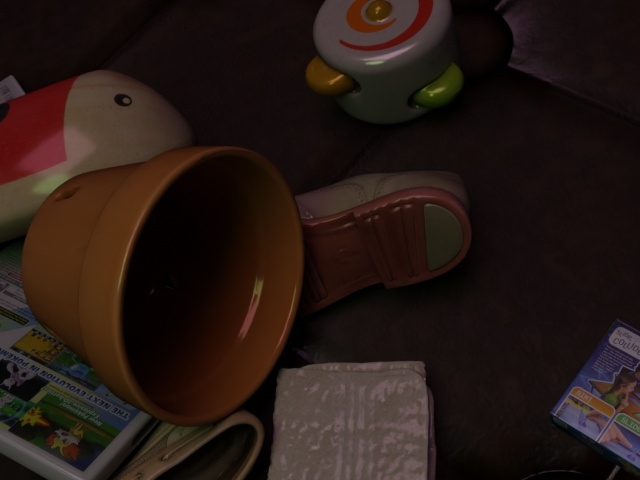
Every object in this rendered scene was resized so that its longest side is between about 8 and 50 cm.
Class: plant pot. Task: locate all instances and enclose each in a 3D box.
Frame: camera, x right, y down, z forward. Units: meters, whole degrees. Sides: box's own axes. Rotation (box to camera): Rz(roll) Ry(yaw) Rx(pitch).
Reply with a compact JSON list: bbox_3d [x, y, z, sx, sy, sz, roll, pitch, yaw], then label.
[{"bbox_3d":[-0.180,0.032,0.982,0.203,0.291,0.291,12,62,34],"label":"plant pot"}]

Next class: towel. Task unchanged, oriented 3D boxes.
[{"bbox_3d":[0.030,0.265,0.981,0.187,0.049,0.282,-3,59,16],"label":"towel"}]

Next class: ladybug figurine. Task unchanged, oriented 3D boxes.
[{"bbox_3d":[-0.383,-0.102,1.190,0.449,0.162,0.305,-18,11,15],"label":"ladybug figurine"}]

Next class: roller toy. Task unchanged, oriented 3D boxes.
[{"bbox_3d":[0.089,-0.272,1.243,0.209,0.146,0.191,-4,57,15],"label":"roller toy"}]

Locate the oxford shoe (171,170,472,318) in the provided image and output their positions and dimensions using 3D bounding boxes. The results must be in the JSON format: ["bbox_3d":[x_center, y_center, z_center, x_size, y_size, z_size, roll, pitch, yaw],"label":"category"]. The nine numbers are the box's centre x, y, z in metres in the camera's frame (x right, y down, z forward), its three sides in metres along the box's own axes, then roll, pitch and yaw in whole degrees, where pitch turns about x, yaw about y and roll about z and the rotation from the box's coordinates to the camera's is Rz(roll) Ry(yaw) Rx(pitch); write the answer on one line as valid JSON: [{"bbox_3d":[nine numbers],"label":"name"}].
[{"bbox_3d":[0.000,0.000,1.133,0.397,0.140,0.146,-8,25,18],"label":"oxford shoe"}]

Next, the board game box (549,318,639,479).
[{"bbox_3d":[0.361,0.186,0.937,0.201,0.035,0.136,32,72,31],"label":"board game box"}]

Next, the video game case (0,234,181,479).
[{"bbox_3d":[-0.313,0.125,1.075,0.329,0.036,0.300,23,40,18],"label":"video game case"}]

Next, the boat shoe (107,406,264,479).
[{"bbox_3d":[-0.195,0.305,0.956,0.341,0.121,0.110,-50,21,-18],"label":"boat shoe"}]

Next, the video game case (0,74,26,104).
[{"bbox_3d":[-0.525,-0.139,1.419,0.206,0.026,0.227,-36,56,-8],"label":"video game case"}]
